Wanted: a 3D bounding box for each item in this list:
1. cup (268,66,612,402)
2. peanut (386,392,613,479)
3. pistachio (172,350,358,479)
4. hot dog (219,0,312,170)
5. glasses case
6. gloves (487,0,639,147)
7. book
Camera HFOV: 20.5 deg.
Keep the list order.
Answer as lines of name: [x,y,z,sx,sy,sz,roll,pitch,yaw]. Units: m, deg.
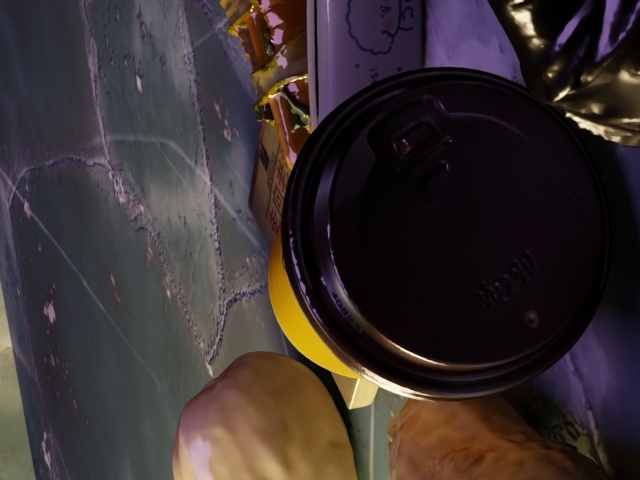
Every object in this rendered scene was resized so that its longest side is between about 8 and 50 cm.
cup: [0.055,0.010,1.102,0.279,0.196,0.196,141,114,-74]
peanut: [0.115,0.168,1.107,0.290,0.130,0.130,-136,38,-65]
pistachio: [-0.038,0.210,1.501,0.230,0.157,0.157,69,158,4]
hot dog: [-0.032,-0.169,1.352,0.109,0.072,0.270,132,124,-67]
glasses case: [0.030,-0.135,1.209,0.049,0.076,0.197,42,139,53]
gloves: [0.147,-0.120,0.714,0.301,0.197,0.152,19,-96,-82]
book: [0.000,0.000,1.427,0.161,0.026,0.231,103,147,-48]
